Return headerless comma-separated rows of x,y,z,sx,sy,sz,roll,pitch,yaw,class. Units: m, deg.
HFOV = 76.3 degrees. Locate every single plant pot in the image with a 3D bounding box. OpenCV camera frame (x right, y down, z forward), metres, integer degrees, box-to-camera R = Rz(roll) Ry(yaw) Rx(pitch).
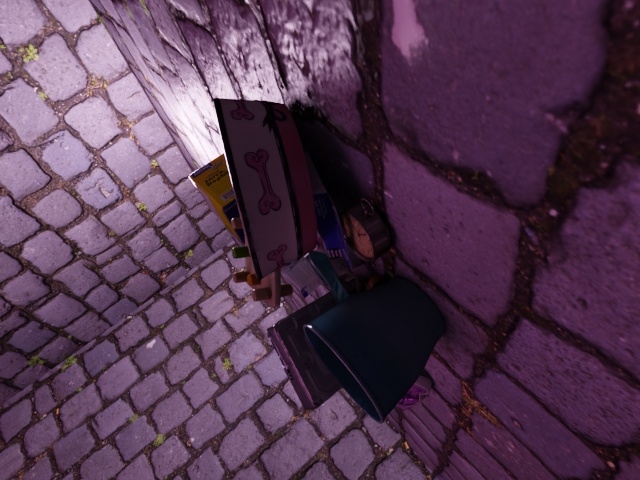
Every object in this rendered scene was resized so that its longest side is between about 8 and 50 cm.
0.142,0.230,0.958,0.272,0.255,0.272,48,163,20,plant pot

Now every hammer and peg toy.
-0.181,-0.003,1.245,0.266,0.127,0.362,24,116,58,hammer and peg toy

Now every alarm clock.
0.097,-0.030,0.871,0.129,0.064,0.192,51,165,25,alarm clock

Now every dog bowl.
-0.120,-0.125,0.926,0.408,0.150,0.408,166,90,-80,dog bowl

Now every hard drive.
0.036,0.273,1.140,0.064,0.338,0.237,-34,81,48,hard drive

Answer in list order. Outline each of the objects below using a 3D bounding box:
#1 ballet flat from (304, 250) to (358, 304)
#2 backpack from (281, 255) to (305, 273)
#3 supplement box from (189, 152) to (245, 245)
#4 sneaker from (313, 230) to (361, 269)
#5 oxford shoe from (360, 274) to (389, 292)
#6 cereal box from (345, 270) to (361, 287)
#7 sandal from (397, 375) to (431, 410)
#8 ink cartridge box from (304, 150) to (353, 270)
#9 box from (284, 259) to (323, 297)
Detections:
0.046,0.095,1.074,0.247,0.087,0.083,57,-174,-39,ballet flat
-0.128,0.021,1.449,0.166,0.188,0.144,42,179,29,backpack
-0.338,-0.176,1.627,0.356,0.195,0.194,39,160,42,supplement box
0.000,0.000,1.152,0.252,0.111,0.103,50,165,14,sneaker
0.138,0.132,1.121,0.076,0.076,0.212,57,168,22,oxford shoe
0.097,0.167,1.370,0.240,0.047,0.173,47,163,21,cereal box
0.289,0.551,1.462,0.169,0.102,0.416,19,153,16,sandal
0.004,-0.063,0.969,0.224,0.045,0.223,-113,3,-45,ink cartridge box
-0.052,0.127,1.559,0.126,0.137,0.072,43,164,34,box
